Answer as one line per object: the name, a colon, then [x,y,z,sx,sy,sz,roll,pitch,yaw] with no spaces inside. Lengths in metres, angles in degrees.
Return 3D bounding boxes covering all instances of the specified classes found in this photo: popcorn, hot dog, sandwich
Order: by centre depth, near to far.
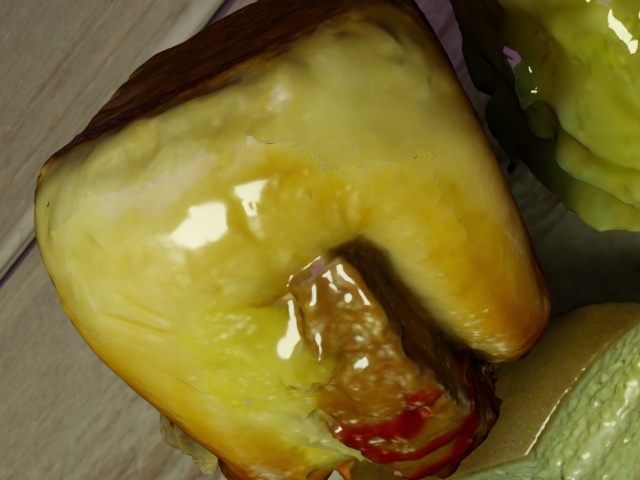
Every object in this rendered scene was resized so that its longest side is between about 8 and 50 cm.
popcorn: [0.179,-0.137,0.775,0.247,0.282,0.282,-10,60,-3]
hot dog: [0.001,-0.001,0.788,0.185,0.223,0.405,-24,11,7]
sandwich: [0.095,0.105,0.887,0.258,0.094,0.096,-24,54,40]

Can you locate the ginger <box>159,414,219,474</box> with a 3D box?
ginger: [-0.007,0.059,1.034,0.288,0.075,0.089,-42,42,32]
